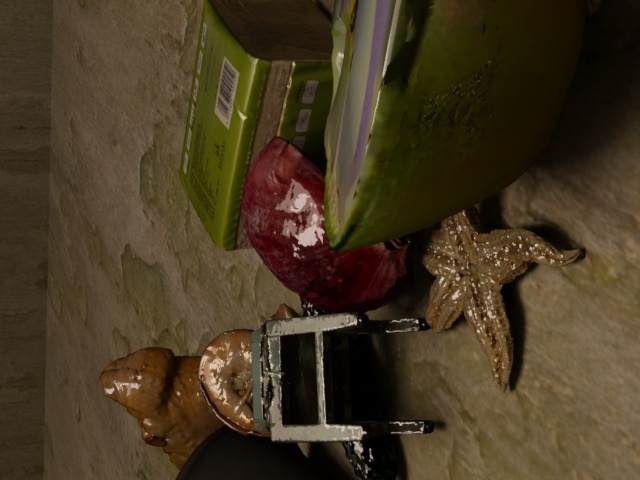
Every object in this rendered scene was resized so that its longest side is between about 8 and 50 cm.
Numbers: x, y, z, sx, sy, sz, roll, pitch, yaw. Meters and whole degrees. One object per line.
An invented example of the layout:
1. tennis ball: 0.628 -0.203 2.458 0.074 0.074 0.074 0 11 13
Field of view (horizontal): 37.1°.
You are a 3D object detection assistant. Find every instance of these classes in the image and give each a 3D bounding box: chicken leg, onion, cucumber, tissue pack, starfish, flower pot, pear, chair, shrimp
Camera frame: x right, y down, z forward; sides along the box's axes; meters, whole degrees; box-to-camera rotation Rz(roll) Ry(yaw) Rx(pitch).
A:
1. chicken leg: -0.166 0.213 1.402 0.409 0.295 0.182 -44 35 41
2. onion: 0.000 0.000 1.053 0.227 0.120 0.283 50 167 -14
3. cucumber: 0.034 0.175 1.180 0.072 0.072 0.300 -50 50 55
4. tissue pack: -0.071 -0.154 1.236 0.200 0.167 0.274 -122 36 -45
5. starfish: 0.155 0.032 0.953 0.277 0.062 0.235 10 109 59
6. flower pot: -0.060 0.377 1.248 0.166 0.269 0.268 5 99 44
7. pear: 0.109 -0.171 0.801 0.399 0.165 0.398 -173 90 -83
8. chair: -0.019 0.158 1.090 0.271 0.147 0.136 -7 80 38
9. shrimp: -0.056 0.200 1.247 0.133 0.236 0.053 -64 -15 -16

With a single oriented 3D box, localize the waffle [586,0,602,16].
1. waffle: 0.257 -0.245 0.737 0.191 0.125 0.032 62 -174 -64
